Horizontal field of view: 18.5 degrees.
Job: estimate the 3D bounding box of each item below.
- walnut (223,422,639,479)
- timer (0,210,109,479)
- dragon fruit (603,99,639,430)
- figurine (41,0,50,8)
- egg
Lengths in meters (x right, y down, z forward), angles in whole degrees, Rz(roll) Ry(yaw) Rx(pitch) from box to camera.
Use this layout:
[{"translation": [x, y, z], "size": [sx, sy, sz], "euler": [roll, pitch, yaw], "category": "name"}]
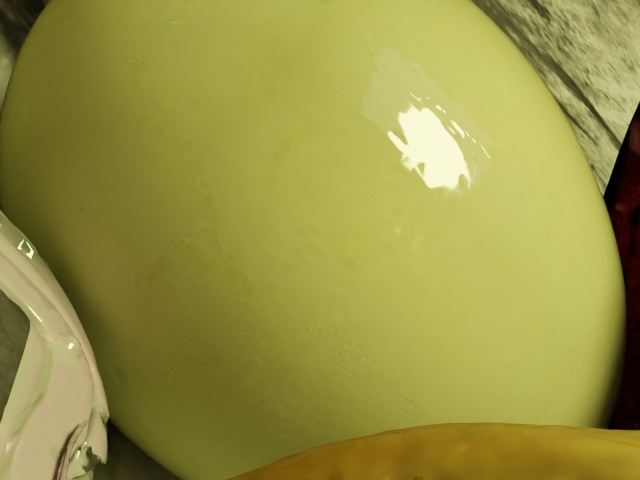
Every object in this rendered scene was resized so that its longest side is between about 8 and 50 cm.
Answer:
[{"translation": [0.040, 0.152, 0.429], "size": [0.257, 0.257, 0.224], "euler": [53, 23, 0], "category": "walnut"}, {"translation": [-0.135, 0.034, 0.503], "size": [0.191, 0.069, 0.208], "euler": [46, 21, -24], "category": "timer"}, {"translation": [0.139, 0.070, 0.714], "size": [0.100, 0.343, 0.282], "euler": [14, -10, -11], "category": "dragon fruit"}, {"translation": [-0.018, -0.132, 0.869], "size": [0.186, 0.176, 0.287], "euler": [28, 7, 2], "category": "figurine"}, {"translation": [0.000, 0.000, 0.663], "size": [0.241, 0.186, 0.186], "euler": [45, 23, -11], "category": "egg"}]
